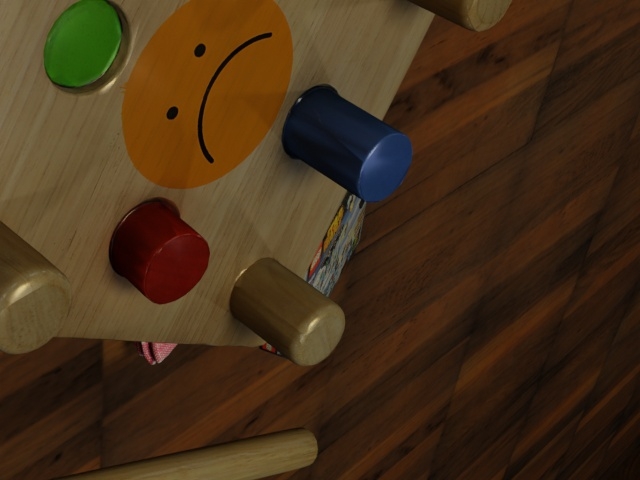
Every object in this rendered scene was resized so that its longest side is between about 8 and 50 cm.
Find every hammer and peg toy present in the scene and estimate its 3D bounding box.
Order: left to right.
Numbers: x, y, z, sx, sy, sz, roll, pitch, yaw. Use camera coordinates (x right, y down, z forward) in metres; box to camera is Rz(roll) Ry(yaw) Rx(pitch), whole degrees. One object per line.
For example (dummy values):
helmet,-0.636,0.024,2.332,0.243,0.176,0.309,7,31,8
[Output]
hammer and peg toy,-0.074,-0.022,0.507,0.266,0.127,0.361,9,110,-54

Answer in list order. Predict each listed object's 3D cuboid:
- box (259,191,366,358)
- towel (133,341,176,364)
box,0.000,0.000,0.738,0.137,0.027,0.094,-59,165,-48
towel,-0.052,-0.028,0.673,0.144,0.029,0.197,-31,144,-40
